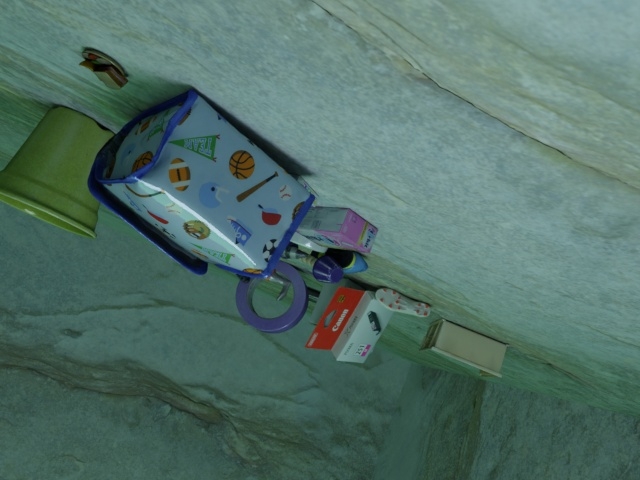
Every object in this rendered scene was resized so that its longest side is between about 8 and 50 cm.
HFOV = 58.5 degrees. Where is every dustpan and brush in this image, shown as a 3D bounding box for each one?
[{"bbox_3d":[0.000,0.000,1.536,0.211,0.060,0.147,22,-177,35],"label":"dustpan and brush"}]

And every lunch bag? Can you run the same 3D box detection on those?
[{"bbox_3d":[-0.265,-0.093,1.149,0.328,0.239,0.385,42,161,-31],"label":"lunch bag"}]

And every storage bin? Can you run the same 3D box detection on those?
[{"bbox_3d":[0.528,0.406,2.141,0.262,0.123,0.260,21,167,3],"label":"storage bin"}]

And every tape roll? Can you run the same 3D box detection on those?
[{"bbox_3d":[-0.186,0.218,2.214,0.274,0.275,0.090,19,167,13],"label":"tape roll"}]

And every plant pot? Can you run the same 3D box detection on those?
[{"bbox_3d":[-0.630,-0.175,1.400,0.275,0.254,0.276,20,167,5],"label":"plant pot"}]

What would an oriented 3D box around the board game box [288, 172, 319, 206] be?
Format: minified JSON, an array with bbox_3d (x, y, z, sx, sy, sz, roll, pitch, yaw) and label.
[{"bbox_3d":[-0.091,-0.120,1.242,0.154,0.026,0.103,15,165,29],"label":"board game box"}]

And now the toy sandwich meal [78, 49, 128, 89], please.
[{"bbox_3d":[-0.379,-0.296,0.993,0.085,0.029,0.085,21,167,5],"label":"toy sandwich meal"}]

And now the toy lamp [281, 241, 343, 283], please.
[{"bbox_3d":[-0.028,0.057,1.630,0.080,0.080,0.274,31,179,-35],"label":"toy lamp"}]

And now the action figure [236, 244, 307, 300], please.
[{"bbox_3d":[-0.199,0.022,1.642,0.330,0.178,0.341,39,167,27],"label":"action figure"}]

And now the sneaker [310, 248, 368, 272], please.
[{"bbox_3d":[0.051,0.063,1.661,0.082,0.069,0.209,27,167,-38],"label":"sneaker"}]

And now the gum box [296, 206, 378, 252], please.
[{"bbox_3d":[0.027,-0.027,1.341,0.107,0.062,0.188,33,163,-38],"label":"gum box"}]

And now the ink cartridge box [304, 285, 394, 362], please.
[{"bbox_3d":[0.109,0.294,1.964,0.238,0.275,0.060,13,-155,-35],"label":"ink cartridge box"}]

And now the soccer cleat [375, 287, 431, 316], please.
[{"bbox_3d":[0.273,0.214,1.915,0.196,0.068,0.076,20,170,-2],"label":"soccer cleat"}]

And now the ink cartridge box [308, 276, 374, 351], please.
[{"bbox_3d":[0.110,0.270,2.110,0.114,0.197,0.272,8,160,46],"label":"ink cartridge box"}]

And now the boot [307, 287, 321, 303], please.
[{"bbox_3d":[-0.003,0.259,2.571,0.208,0.076,0.190,29,165,2],"label":"boot"}]
